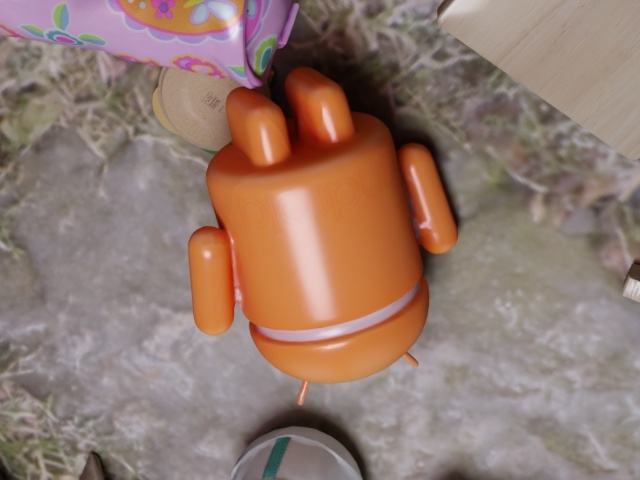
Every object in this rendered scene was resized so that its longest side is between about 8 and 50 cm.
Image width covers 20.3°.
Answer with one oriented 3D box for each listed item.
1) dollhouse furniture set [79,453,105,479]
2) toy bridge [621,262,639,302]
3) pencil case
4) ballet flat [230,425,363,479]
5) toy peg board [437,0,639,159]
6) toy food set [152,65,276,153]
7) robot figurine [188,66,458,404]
[{"bbox_3d":[-0.120,0.267,1.395,0.151,0.123,0.144,9,123,-27],"label":"dollhouse furniture set"},{"bbox_3d":[0.253,-0.030,1.140,0.063,0.026,0.188,21,119,5],"label":"toy bridge"},{"bbox_3d":[-0.157,-0.180,1.146,0.284,0.124,0.124,12,117,13],"label":"pencil case"},{"bbox_3d":[-0.006,0.337,1.287,0.139,0.139,0.400,-6,100,19],"label":"ballet flat"},{"bbox_3d":[0.181,-0.162,1.083,0.161,0.079,0.161,32,121,-18],"label":"toy peg board"},{"bbox_3d":[-0.071,-0.097,1.210,0.083,0.020,0.083,27,119,3],"label":"toy food set"},{"bbox_3d":[-0.002,0.001,1.174,0.128,0.158,0.219,0,116,35],"label":"robot figurine"}]
